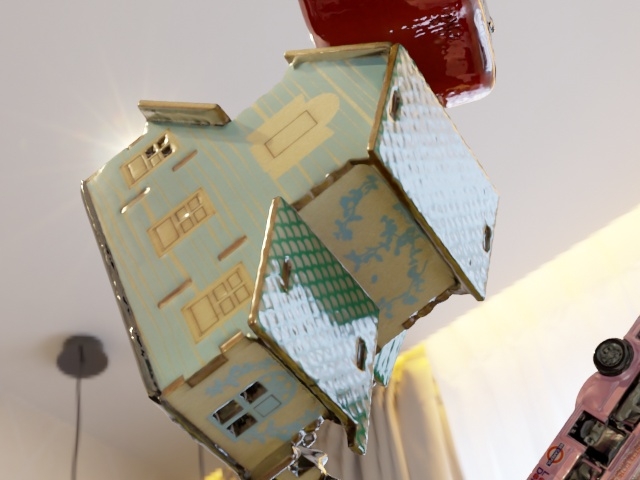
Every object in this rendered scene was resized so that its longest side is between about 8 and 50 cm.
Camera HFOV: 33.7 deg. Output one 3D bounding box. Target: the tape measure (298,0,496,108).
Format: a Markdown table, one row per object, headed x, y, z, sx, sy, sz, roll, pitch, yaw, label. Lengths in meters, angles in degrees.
| x | y | z | sx | sy | sz | roll | pitch | yaw | label |
| --- | --- | --- | --- | --- | --- | --- | --- | --- | --- |
| 0.036 | -0.223 | 0.666 | 0.113 | 0.261 | 0.253 | -11 | -45 | 13 | tape measure |

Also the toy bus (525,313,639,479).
| x | y | z | sx | sy | sz | roll | pitch | yaw | label |
| --- | --- | --- | --- | --- | --- | --- | --- | --- | --- |
| 0.174 | 0.138 | 0.625 | 0.203 | 0.090 | 0.063 | -55 | -47 | -4 | toy bus |

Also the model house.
| x | y | z | sx | sy | sz | roll | pitch | yaw | label |
| --- | --- | --- | --- | --- | --- | --- | --- | --- | --- |
| 0.000 | 0.000 | 0.613 | 0.206 | 0.271 | 0.178 | -40 | -56 | 3 | model house |
